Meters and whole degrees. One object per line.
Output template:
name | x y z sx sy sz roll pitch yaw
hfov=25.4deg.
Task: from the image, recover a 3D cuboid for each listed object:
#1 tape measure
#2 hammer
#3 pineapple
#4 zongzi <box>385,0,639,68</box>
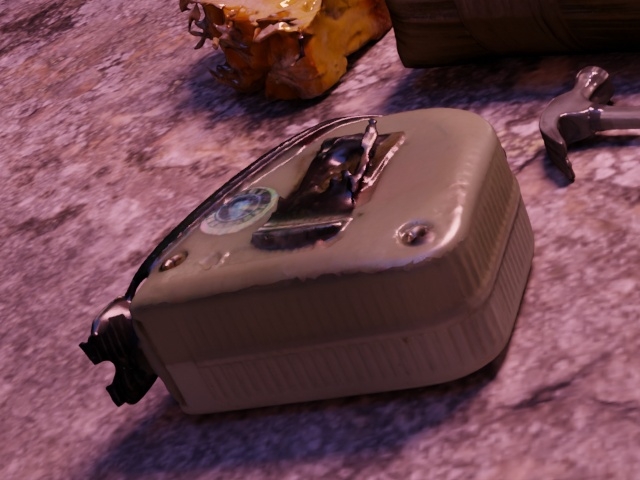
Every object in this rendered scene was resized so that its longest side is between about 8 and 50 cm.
tape measure | 0.000 0.000 0.846 0.235 0.115 0.207 -10 33 25
hammer | 0.248 -0.074 0.877 0.246 0.029 0.103 4 38 40
pineapple | -0.021 -0.200 1.247 0.186 0.114 0.236 -28 37 -10
zongzi | 0.222 -0.249 1.094 0.286 0.138 0.300 2 35 37
